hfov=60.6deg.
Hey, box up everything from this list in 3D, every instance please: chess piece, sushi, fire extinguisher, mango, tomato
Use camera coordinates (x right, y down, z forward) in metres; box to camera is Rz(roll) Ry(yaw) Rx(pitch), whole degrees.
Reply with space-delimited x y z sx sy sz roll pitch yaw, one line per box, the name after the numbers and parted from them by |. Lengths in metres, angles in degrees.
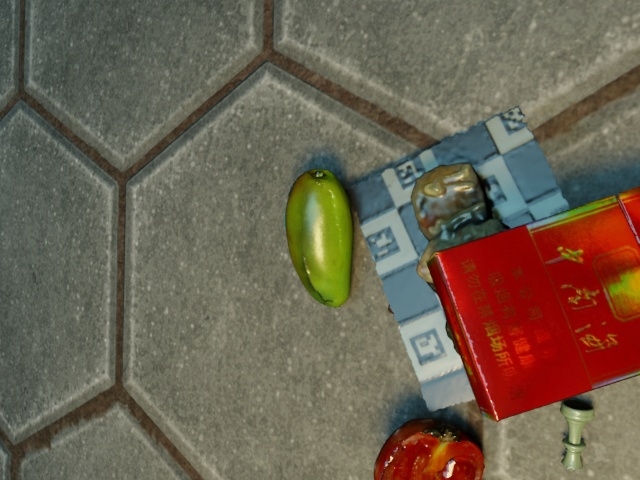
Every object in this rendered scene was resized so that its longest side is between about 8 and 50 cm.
0.339 0.262 0.727 0.042 0.042 0.093 5 98 30 | chess piece
0.207 0.025 0.749 0.296 0.100 0.373 -24 77 20 | sushi
0.158 0.110 0.844 0.100 0.046 0.032 24 146 21 | fire extinguisher
0.000 0.000 0.886 0.111 0.125 0.233 -8 108 2 | mango
0.145 0.317 0.795 0.091 0.159 0.139 -140 64 -69 | tomato

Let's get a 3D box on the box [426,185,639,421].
0.308 0.064 0.641 0.313 0.089 0.197 -18 78 -1 | box
